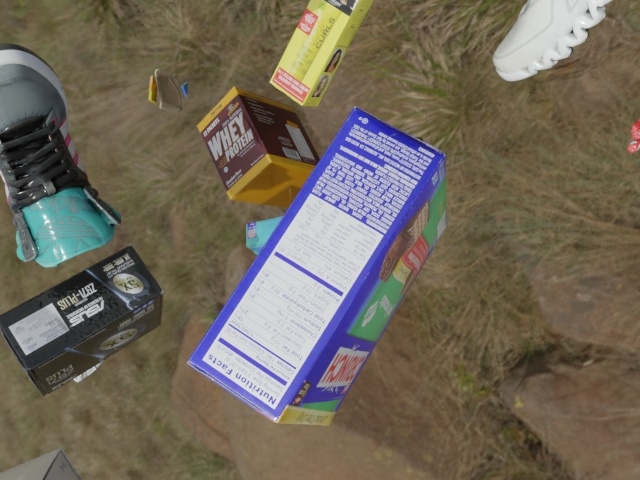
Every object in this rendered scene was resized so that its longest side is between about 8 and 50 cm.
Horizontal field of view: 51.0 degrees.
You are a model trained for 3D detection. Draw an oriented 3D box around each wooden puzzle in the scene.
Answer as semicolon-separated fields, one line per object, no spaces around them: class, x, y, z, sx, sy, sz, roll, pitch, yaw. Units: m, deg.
wooden puzzle;-0.283;-0.277;1.241;0.014;0.116;0.078;-5;85;24

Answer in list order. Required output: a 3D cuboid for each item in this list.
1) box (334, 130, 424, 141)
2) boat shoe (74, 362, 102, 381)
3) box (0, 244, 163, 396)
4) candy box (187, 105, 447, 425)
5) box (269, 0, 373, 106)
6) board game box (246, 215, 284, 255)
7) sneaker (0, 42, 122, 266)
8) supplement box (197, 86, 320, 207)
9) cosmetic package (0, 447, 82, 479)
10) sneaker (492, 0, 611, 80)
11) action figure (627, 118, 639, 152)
box;0.090;-0.106;1.337;0.232;0.183;0.059;111;152;-42
boat shoe;-0.598;0.238;1.565;0.095;0.084;0.258;15;141;36
box;-0.297;0.104;0.851;0.077;0.180;0.147;53;154;11
candy box;0.021;0.051;0.780;0.122;0.317;0.268;31;173;17
box;0.005;-0.351;1.152;0.087;0.058;0.232;40;116;17
board game box;0.000;0.000;1.159;0.210;0.160;0.047;-11;65;19
sneaker;-0.309;-0.065;0.751;0.178;0.124;0.295;59;162;16
supplement box;-0.121;-0.190;1.415;0.129;0.191;0.194;-39;65;28
cosmetic package;-0.480;0.438;0.947;0.113;0.309;0.160;-95;-19;-74
sneaker;0.265;-0.294;0.686;0.118;0.110;0.292;29;131;-11
action figure;0.368;-0.134;0.712;0.038;0.115;0.030;46;178;3
